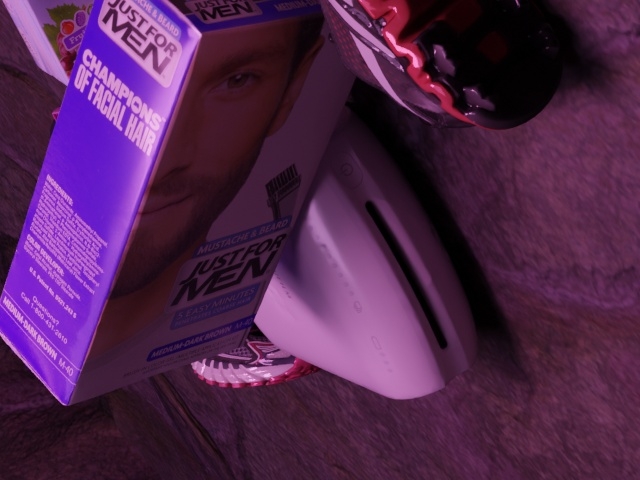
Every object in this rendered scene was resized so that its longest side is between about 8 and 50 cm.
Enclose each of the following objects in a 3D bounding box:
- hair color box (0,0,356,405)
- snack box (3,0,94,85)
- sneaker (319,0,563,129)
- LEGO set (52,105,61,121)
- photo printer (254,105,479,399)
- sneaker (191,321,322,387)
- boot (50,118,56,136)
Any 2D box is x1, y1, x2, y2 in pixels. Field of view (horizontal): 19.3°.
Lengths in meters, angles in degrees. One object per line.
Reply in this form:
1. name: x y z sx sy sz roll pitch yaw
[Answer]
1. hair color box: -0.099 -0.052 1.361 0.110 0.185 0.339 43 129 28
2. snack box: -0.138 -0.235 1.312 0.070 0.207 0.174 32 152 49
3. sneaker: 0.032 -0.177 1.166 0.276 0.098 0.135 53 161 -3
4. LEGO set: -0.129 -0.164 1.585 0.227 0.093 0.087 -4 125 34
5. photo printer: 0.000 0.000 1.576 0.256 0.107 0.307 61 161 -21
6. sneaker: -0.104 0.079 2.008 0.299 0.121 0.112 21 114 47
7. boot: -0.204 -0.056 1.814 0.207 0.246 0.094 39 127 33
